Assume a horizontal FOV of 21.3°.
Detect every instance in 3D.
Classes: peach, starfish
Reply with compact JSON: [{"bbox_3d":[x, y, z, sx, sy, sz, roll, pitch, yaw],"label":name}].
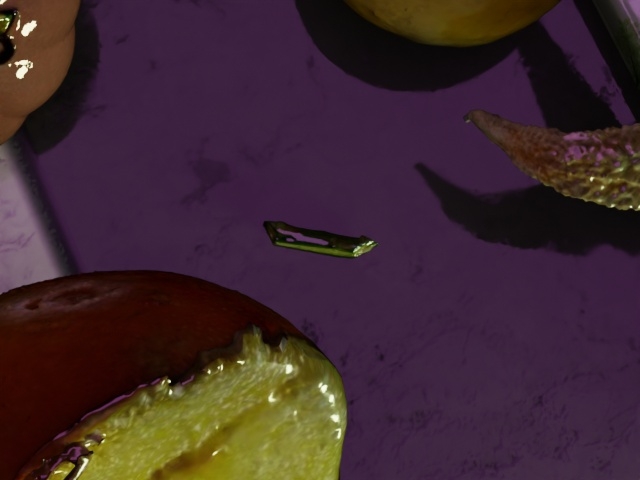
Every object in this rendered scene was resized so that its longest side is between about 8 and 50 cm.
[{"bbox_3d":[-0.180,0.184,1.361,0.416,0.339,0.353,-10,52,13],"label":"peach"},{"bbox_3d":[0.325,-0.109,1.469,0.398,0.132,0.384,5,85,-30],"label":"starfish"}]

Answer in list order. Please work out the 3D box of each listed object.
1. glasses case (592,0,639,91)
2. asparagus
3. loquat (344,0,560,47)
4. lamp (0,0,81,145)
[{"bbox_3d":[0.296,-0.251,1.585,0.095,0.062,0.272,-28,88,-6],"label":"glasses case"},{"bbox_3d":[0.000,0.000,1.561,0.108,0.025,0.021,10,75,-3],"label":"asparagus"},{"bbox_3d":[0.117,-0.299,1.477,0.263,0.263,0.263,0,85,-4],"label":"loquat"},{"bbox_3d":[-0.355,-0.211,1.447,0.305,0.240,0.305,-7,128,-10],"label":"lamp"}]
